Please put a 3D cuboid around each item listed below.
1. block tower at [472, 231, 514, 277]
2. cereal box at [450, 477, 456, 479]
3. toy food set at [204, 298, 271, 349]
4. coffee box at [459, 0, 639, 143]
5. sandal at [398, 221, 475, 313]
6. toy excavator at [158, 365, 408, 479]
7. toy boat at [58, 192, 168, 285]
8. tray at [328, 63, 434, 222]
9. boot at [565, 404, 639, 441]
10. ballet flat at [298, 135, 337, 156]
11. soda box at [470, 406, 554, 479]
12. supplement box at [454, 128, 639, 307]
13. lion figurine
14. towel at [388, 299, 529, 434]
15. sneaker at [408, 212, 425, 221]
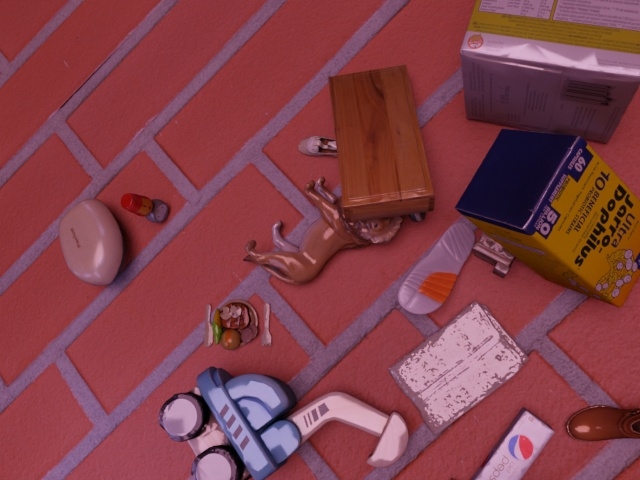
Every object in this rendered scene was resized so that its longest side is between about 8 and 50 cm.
[{"bbox_3d":[0.471,-0.082,1.270,0.097,0.091,0.336,30,88,19],"label":"block tower"},{"bbox_3d":[0.302,0.677,1.199,0.173,0.047,0.240,30,89,19],"label":"cereal box"},{"bbox_3d":[-0.224,0.220,1.437,0.191,0.038,0.133,-4,79,15],"label":"toy food set"},{"bbox_3d":[0.519,-0.453,1.194,0.338,0.337,0.335,15,83,19],"label":"coffee box"},{"bbox_3d":[0.280,0.073,1.311,0.102,0.076,0.265,40,71,4],"label":"sandal"},{"bbox_3d":[-0.079,0.425,1.285,0.445,0.222,0.433,-38,74,-3],"label":"toy excavator"},{"bbox_3d":[-0.581,-0.022,1.543,0.318,0.148,0.268,-34,68,15],"label":"toy boat"},{"bbox_3d":[0.137,-0.245,1.320,0.202,0.076,0.411,-8,58,5],"label":"tray"},{"bbox_3d":[0.610,0.375,1.112,0.197,0.152,0.073,-15,76,13],"label":"boot"},{"bbox_3d":[0.015,-0.253,1.450,0.168,0.052,0.057,7,82,17],"label":"ballet flat"},{"bbox_3d":[0.414,0.475,1.194,0.074,0.069,0.216,36,91,18],"label":"soda box"},{"bbox_3d":[0.485,-0.043,1.103,0.194,0.356,0.195,-59,30,0],"label":"supplement box"},{"bbox_3d":[0.000,0.000,1.380,0.392,0.142,0.240,-44,85,19],"label":"lion figurine"},{"bbox_3d":[0.316,0.290,1.268,0.282,0.049,0.187,-39,71,7],"label":"towel"},{"bbox_3d":[0.183,-0.125,1.361,0.118,0.083,0.222,-22,56,17],"label":"sneaker"}]
